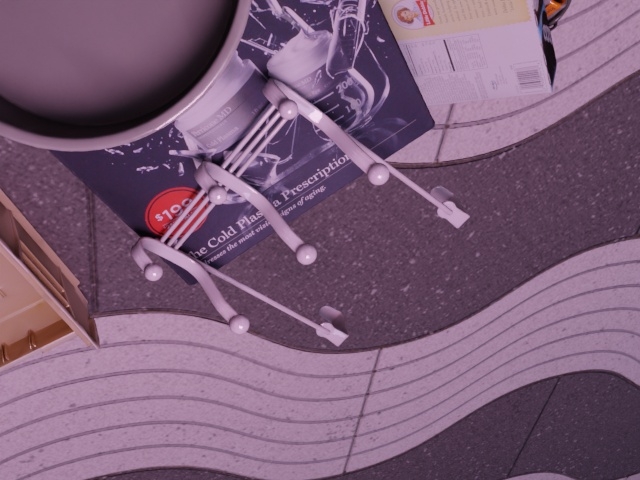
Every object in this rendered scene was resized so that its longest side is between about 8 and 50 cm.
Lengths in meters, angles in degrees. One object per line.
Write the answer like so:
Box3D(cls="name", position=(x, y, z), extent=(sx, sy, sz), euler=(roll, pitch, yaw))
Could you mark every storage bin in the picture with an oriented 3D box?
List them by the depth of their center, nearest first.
Box3D(cls="storage bin", position=(-0.447, 0.091, 0.919), extent=(0.262, 0.123, 0.260), euler=(-27, 136, -3))

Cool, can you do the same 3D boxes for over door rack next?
Box3D(cls="over door rack", position=(0.000, 0.000, 0.821), extent=(0.324, 0.108, 0.239), euler=(26, 115, -42))

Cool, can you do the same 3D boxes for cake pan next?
Box3D(cls="cake pan", position=(-0.197, -0.219, 0.616), extent=(0.293, 0.054, 0.293), euler=(0, 96, 0))

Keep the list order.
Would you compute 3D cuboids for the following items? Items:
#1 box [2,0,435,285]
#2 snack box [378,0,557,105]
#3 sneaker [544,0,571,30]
Box3D(cls="box", position=(-0.104, -0.174, 0.813), extent=(0.343, 0.179, 0.312), euler=(-34, 135, 4))
Box3D(cls="snack box", position=(0.139, -0.289, 0.841), extent=(0.187, 0.060, 0.322), euler=(-1, 142, 27))
Box3D(cls="sneaker", position=(0.237, -0.279, 0.935), extent=(0.100, 0.108, 0.271), euler=(1, 139, -28))
